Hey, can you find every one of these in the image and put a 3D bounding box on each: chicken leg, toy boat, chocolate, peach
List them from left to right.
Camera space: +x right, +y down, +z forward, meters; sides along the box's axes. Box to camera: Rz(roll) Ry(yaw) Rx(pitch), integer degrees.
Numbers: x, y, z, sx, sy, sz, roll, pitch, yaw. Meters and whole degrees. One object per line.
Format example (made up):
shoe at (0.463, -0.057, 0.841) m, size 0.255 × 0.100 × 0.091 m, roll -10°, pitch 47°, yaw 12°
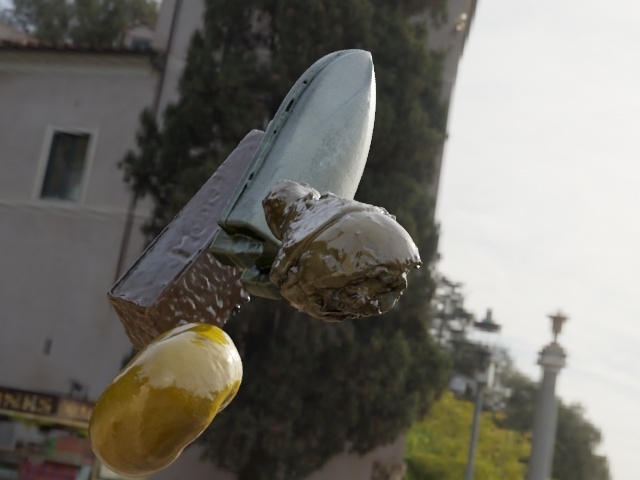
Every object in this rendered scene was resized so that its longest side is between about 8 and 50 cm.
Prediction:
peach at (-0.155, 0.156, 1.185) m, size 0.103 × 0.179 × 0.179 m, roll 44°, pitch -16°, yaw 0°
chocolate at (-0.119, -0.002, 1.458) m, size 0.112 × 0.321 × 0.112 m, roll 17°, pitch -33°, yaw 42°
toy boat at (-0.013, -0.091, 1.347) m, size 0.092 × 0.319 × 0.141 m, roll 6°, pitch -31°, yaw 39°
chicken leg at (-0.003, -0.001, 0.801) m, size 0.069 × 0.085 × 0.198 m, roll 27°, pitch 7°, yaw -26°
